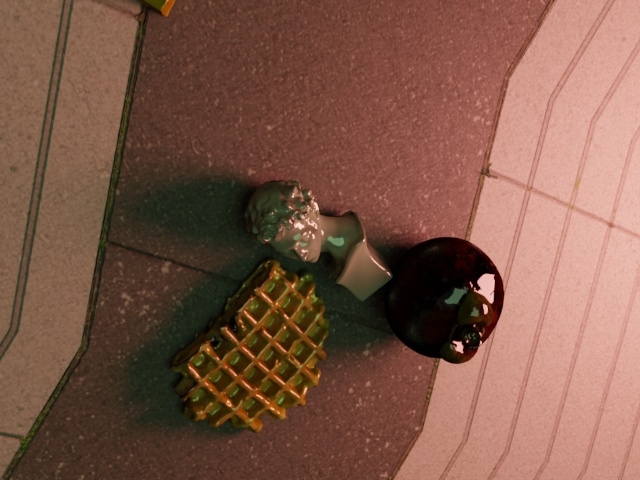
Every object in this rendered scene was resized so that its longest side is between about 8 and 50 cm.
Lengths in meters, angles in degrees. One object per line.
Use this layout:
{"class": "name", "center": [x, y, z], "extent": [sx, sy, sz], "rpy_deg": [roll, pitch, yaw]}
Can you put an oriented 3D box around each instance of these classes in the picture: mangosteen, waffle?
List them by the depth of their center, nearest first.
{"class": "waffle", "center": [-0.111, 0.183, 1.511], "extent": [0.283, 0.065, 0.309], "rpy_deg": [-4, 104, -25]}
{"class": "mangosteen", "center": [0.218, 0.099, 1.560], "extent": [0.216, 0.216, 0.216], "rpy_deg": [-7, 107, -23]}

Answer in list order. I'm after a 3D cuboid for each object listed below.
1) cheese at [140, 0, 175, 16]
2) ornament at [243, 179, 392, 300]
{"class": "cheese", "center": [-0.269, -0.400, 1.275], "extent": [0.171, 0.126, 0.093], "rpy_deg": [32, 95, -10]}
{"class": "ornament", "center": [0.002, -0.009, 1.486], "extent": [0.285, 0.130, 0.120], "rpy_deg": [25, 109, -36]}
